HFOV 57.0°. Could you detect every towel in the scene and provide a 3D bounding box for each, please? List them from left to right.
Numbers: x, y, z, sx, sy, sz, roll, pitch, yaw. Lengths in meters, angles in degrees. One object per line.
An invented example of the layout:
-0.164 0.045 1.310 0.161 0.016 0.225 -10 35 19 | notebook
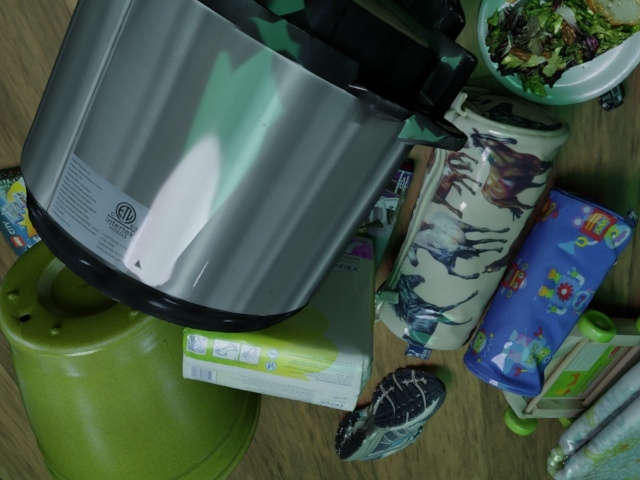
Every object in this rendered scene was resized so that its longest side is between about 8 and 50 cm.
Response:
0.605 0.288 0.991 0.320 0.090 0.375 11 126 -21 | towel

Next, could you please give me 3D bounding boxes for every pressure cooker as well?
-0.068 -0.160 0.616 0.369 0.375 0.420 19 115 -28 | pressure cooker

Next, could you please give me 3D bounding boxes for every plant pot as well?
-0.288 0.164 0.881 0.366 0.367 0.353 4 136 6 | plant pot

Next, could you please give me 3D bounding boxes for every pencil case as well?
0.193 -0.021 0.835 0.183 0.160 0.410 -6 131 -23 | pencil case
0.325 0.076 0.845 0.133 0.119 0.306 24 99 -13 | pencil case

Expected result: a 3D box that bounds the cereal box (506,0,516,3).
0.132 -0.340 0.571 0.173 0.240 0.047 29 135 -13 | cereal box

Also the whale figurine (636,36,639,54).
0.477 -0.227 0.660 0.216 0.141 0.272 0 125 9 | whale figurine

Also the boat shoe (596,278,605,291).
0.394 0.083 0.940 0.075 0.065 0.206 16 126 -3 | boat shoe

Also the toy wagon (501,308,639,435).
0.474 0.224 0.998 0.344 0.068 0.267 4 129 -20 | toy wagon

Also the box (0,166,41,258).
-0.457 -0.018 1.008 0.159 0.044 0.233 -7 124 13 | box

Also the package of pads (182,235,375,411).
-0.038 0.086 0.809 0.229 0.296 0.101 11 121 0 | package of pads

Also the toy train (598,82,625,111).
0.351 -0.234 0.744 0.036 0.027 0.158 -25 118 21 | toy train

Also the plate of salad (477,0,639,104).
0.285 -0.251 0.704 0.199 0.048 0.200 17 134 19 | plate of salad

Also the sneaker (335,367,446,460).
0.153 0.347 1.160 0.122 0.110 0.283 23 130 -30 | sneaker

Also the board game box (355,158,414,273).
0.000 0.000 0.954 0.208 0.056 0.347 17 126 2 | board game box
